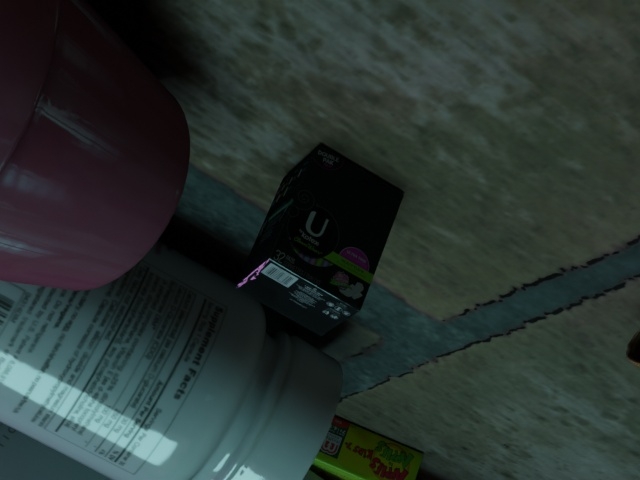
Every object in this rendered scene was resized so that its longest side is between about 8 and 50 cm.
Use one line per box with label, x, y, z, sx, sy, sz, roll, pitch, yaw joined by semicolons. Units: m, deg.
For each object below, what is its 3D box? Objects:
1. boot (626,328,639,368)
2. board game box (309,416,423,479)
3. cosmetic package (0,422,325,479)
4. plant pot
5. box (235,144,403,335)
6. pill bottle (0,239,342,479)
boot;0.275;0.080;0.670;0.152;0.073;0.197;36;146;-14
board game box;0.018;0.216;1.092;0.092;0.043;0.181;23;151;-1
cosmetic package;-0.114;0.275;1.021;0.453;0.230;0.161;34;150;-1
plant pot;-0.173;-0.062;0.638;0.201;0.201;0.180;-4;157;38
box;0.000;0.000;0.710;0.062;0.083;0.052;31;148;-13
pill bottle;-0.138;0.076;0.851;0.283;0.160;0.160;30;150;-13
